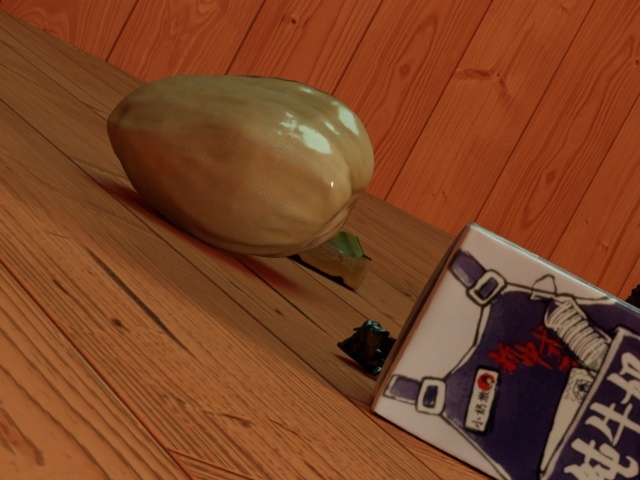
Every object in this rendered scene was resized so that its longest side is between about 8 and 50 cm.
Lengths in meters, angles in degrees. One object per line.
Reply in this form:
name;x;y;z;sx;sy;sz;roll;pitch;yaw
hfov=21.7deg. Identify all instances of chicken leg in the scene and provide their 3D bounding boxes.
chicken leg;0.088;0.086;1.264;0.106;0.051;0.253;23;4;17

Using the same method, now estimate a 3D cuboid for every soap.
soap;0.000;0.001;1.734;0.092;0.037;0.252;29;4;-5

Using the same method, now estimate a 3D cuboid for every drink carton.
drink carton;0.157;0.094;1.050;0.222;0.134;0.102;28;5;5

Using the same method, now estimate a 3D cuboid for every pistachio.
pistachio;-0.069;-0.069;1.411;0.229;0.157;0.157;17;1;17

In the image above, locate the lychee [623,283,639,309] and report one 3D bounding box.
lychee;0.381;0.128;1.684;0.188;0.188;0.188;28;5;-3
